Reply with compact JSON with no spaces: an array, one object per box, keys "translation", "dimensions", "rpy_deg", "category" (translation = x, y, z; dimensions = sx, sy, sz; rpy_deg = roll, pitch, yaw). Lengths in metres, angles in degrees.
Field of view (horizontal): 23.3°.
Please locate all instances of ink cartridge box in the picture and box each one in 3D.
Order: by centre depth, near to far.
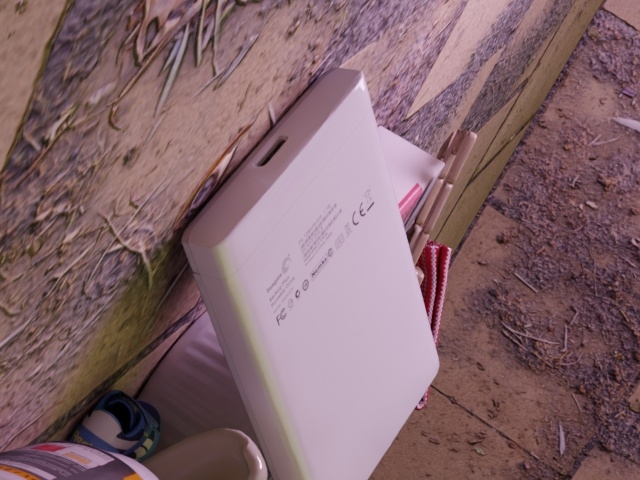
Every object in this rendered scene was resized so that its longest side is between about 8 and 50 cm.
[{"translation":[0.031,0.004,1.695],"dimensions":[0.158,0.092,0.218],"rpy_deg":[-46,165,-55],"category":"ink cartridge box"}]

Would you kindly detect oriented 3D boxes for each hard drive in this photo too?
[{"translation":[0.005,0.060,1.353],"dimensions":[0.233,0.047,0.353],"rpy_deg":[-52,140,-35],"category":"hard drive"}]

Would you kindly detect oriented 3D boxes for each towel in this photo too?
[{"translation":[0.085,0.088,1.899],"dimensions":[0.275,0.031,0.199],"rpy_deg":[-163,-99,-72],"category":"towel"}]

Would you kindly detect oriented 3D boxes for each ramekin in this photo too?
[{"translation":[-0.098,0.178,1.503],"dimensions":[0.273,0.127,0.273],"rpy_deg":[-54,171,-13],"category":"ramekin"}]

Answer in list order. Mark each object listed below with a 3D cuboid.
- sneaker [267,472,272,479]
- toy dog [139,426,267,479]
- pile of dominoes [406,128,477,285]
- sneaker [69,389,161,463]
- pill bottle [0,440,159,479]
[{"translation":[-0.057,0.323,1.541],"dimensions":[0.161,0.102,0.282],"rpy_deg":[-26,138,-66],"category":"sneaker"},{"translation":[-0.086,0.421,1.347],"dimensions":[0.395,0.408,0.285],"rpy_deg":[-26,-136,17],"category":"toy dog"},{"translation":[0.120,-0.005,1.732],"dimensions":[0.196,0.040,0.251],"rpy_deg":[-97,-147,-83],"category":"pile of dominoes"},{"translation":[-0.165,0.156,1.310],"dimensions":[0.059,0.053,0.144],"rpy_deg":[-61,171,14],"category":"sneaker"},{"translation":[-0.189,0.218,1.038],"dimensions":[0.162,0.162,0.278],"rpy_deg":[-57,171,3],"category":"pill bottle"}]
